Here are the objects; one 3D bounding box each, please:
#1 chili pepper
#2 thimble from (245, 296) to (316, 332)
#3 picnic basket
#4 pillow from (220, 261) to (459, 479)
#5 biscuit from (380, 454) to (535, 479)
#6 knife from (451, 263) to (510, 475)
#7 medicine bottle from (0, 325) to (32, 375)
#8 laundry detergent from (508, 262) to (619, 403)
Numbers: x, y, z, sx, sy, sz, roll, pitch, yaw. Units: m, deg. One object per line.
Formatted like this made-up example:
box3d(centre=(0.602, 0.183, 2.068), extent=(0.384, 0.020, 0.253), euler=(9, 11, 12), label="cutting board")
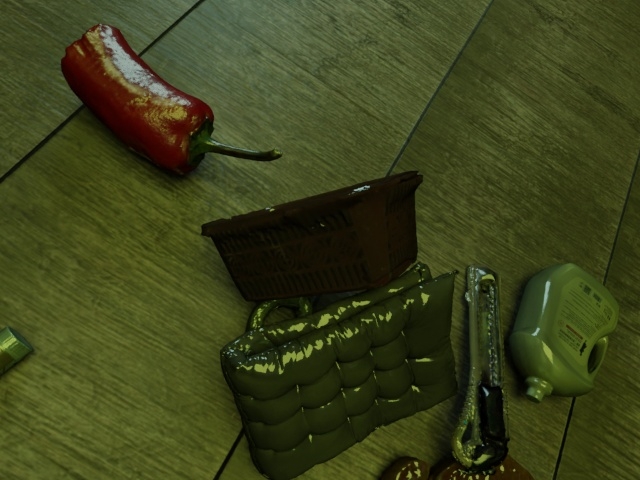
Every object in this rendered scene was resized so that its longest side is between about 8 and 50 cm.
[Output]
box3d(centre=(-0.239, -0.175, 0.683), extent=(0.338, 0.134, 0.131), euler=(40, 56, 2), label="chili pepper")
box3d(centre=(-0.060, 0.124, 0.668), extent=(0.110, 0.062, 0.084), euler=(-30, 84, -23), label="thimble")
box3d(centre=(0.000, 0.000, 0.608), extent=(0.222, 0.297, 0.129), euler=(-23, 101, -59), label="picnic basket")
box3d(centre=(0.046, 0.181, 0.599), extent=(0.326, 0.101, 0.228), euler=(-20, 119, -20), label="pillow")
box3d(centre=(0.186, 0.464, 0.617), extent=(0.367, 0.063, 0.314), euler=(-29, 77, -24), label="biscuit")
box3d(centre=(0.270, 0.189, 0.722), extent=(0.089, 0.043, 0.365), euler=(19, 57, -6), label="knife")
box3d(centre=(-0.425, 0.155, 0.561), extent=(0.047, 0.047, 0.083), euler=(45, 65, 3), label="medicine bottle")
box3d(centre=(0.425, 0.175, 0.773), extent=(0.181, 0.091, 0.253), euler=(40, 65, -5), label="laundry detergent")
